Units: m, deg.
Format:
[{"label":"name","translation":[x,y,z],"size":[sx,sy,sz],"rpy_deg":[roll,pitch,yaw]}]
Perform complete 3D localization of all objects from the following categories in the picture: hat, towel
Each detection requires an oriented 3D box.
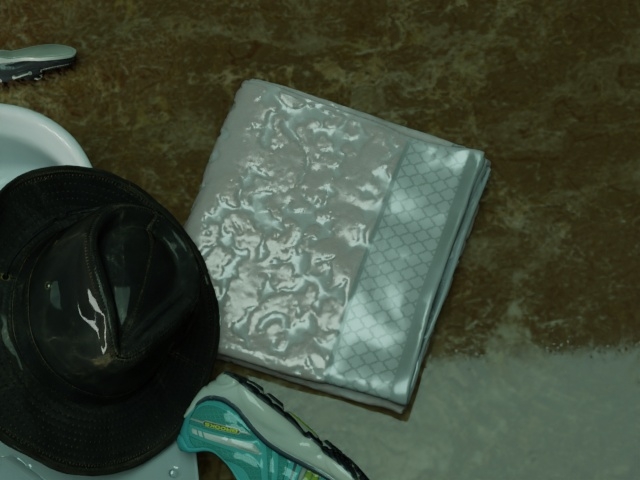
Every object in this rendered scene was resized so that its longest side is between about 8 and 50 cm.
[{"label":"hat","translation":[-0.202,0.064,1.315],"size":[0.331,0.134,0.331],"rpy_deg":[16,64,-36]},{"label":"towel","translation":[0.000,0.000,1.497],"size":[0.317,0.053,0.332],"rpy_deg":[17,71,11]}]

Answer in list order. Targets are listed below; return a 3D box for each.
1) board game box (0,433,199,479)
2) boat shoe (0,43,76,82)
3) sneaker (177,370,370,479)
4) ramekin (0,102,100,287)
[{"label":"board game box","translation":[-0.315,0.288,1.327],"size":[0.390,0.050,0.390],"rpy_deg":[-2,57,-12]},{"label":"boat shoe","translation":[-0.358,-0.212,1.610],"size":[0.125,0.038,0.046],"rpy_deg":[-7,27,-4]},{"label":"sneaker","translation":[-0.025,0.252,1.368],"size":[0.275,0.107,0.110],"rpy_deg":[39,90,1]},{"label":"ramekin","translation":[-0.369,-0.003,1.482],"size":[0.277,0.135,0.277],"rpy_deg":[-1,70,3]}]
